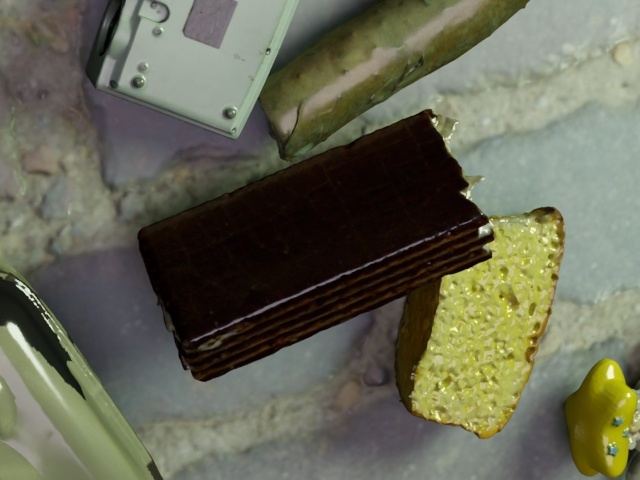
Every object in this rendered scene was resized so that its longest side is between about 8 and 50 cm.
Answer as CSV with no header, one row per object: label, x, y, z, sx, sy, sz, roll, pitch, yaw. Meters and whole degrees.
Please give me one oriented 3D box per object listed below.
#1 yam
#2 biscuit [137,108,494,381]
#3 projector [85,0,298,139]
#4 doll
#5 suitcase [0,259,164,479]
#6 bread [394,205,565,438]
yam,0.090,-0.166,1.413,0.317,0.071,0.067,-34,78,-2
biscuit,0.000,0.000,1.418,0.252,0.106,0.070,-24,152,-6
projector,-0.083,-0.157,1.375,0.115,0.061,0.147,20,102,-19
doll,0.245,0.145,1.573,0.113,0.071,0.135,-28,121,-24
suitcase,-0.313,0.169,1.355,0.351,0.194,0.339,-32,111,-3
bread,0.119,0.054,1.501,0.103,0.065,0.187,7,108,-15
